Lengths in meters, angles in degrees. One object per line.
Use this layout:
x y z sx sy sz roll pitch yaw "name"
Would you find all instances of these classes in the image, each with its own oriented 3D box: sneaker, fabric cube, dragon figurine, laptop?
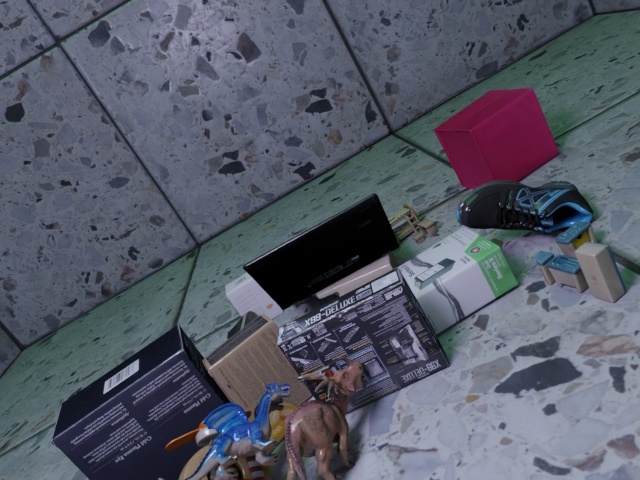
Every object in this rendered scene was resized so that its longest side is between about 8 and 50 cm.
-0.264 0.343 1.762 0.118 0.083 0.222 -43 19 33 "sneaker"
0.528 -0.082 1.404 0.340 0.125 0.140 -8 31 0 "sneaker"
0.599 -0.343 1.867 0.258 0.254 0.259 -35 20 -6 "fabric cube"
-0.172 0.375 1.039 0.289 0.085 0.144 -19 38 -22 "dragon figurine"
0.000 0.000 1.560 0.382 0.408 0.236 -29 53 3 "laptop"

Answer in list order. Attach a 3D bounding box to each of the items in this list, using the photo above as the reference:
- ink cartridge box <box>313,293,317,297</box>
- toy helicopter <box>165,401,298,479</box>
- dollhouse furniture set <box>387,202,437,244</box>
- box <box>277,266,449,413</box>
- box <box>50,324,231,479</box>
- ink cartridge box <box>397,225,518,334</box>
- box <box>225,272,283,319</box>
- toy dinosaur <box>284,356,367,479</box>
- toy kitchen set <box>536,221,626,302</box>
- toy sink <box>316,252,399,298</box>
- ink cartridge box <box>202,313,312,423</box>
0.030 0.084 1.895 0.371 0.069 0.176 -41 19 -1 "ink cartridge box"
-0.160 0.445 1.148 0.355 0.235 0.140 -29 -24 -55 "toy helicopter"
0.267 -0.031 1.819 0.182 0.101 0.161 -35 19 -11 "dollhouse furniture set"
0.096 0.236 1.205 0.307 0.242 0.076 -29 19 10 "box"
-0.396 0.445 1.320 0.343 0.312 0.179 -34 19 -9 "box"
0.310 0.108 1.378 0.289 0.121 0.211 -32 18 0 "ink cartridge box"
-0.230 0.203 1.881 0.130 0.170 0.091 -32 20 -2 "box"
-0.010 0.359 1.075 0.127 0.200 0.295 -5 5 26 "toy dinosaur"
0.589 0.017 1.186 0.166 0.122 0.207 -36 20 -13 "toy kitchen set"
0.122 0.133 1.590 0.234 0.131 0.153 -25 20 13 "toy sink"
-0.145 0.333 1.339 0.193 0.235 0.088 -36 19 -16 "ink cartridge box"
